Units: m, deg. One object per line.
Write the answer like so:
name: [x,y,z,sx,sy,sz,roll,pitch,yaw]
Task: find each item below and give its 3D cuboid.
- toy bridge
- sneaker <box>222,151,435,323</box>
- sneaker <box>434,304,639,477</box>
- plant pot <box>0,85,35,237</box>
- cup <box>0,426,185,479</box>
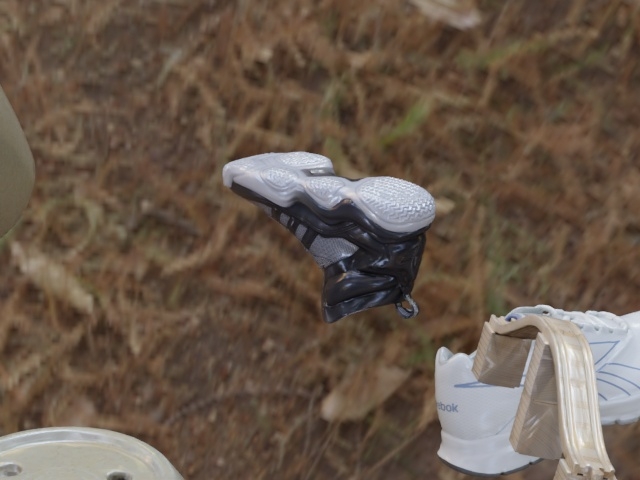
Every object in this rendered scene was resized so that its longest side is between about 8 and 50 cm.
toy bridge: [0.109,0.072,0.856,0.026,0.188,0.063,11,106,-10]
sneaker: [0.000,0.000,1.872,0.269,0.153,0.101,16,23,39]
sneaker: [0.236,0.115,1.688,0.297,0.111,0.129,-22,110,-25]
plant pot: [-0.373,-0.097,1.543,0.256,0.274,0.256,-10,64,22]
cup: [-0.183,0.276,1.290,0.331,0.237,0.331,1,23,-1]
